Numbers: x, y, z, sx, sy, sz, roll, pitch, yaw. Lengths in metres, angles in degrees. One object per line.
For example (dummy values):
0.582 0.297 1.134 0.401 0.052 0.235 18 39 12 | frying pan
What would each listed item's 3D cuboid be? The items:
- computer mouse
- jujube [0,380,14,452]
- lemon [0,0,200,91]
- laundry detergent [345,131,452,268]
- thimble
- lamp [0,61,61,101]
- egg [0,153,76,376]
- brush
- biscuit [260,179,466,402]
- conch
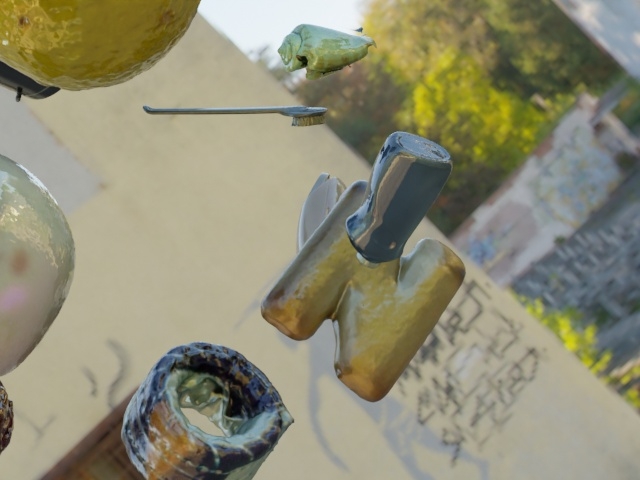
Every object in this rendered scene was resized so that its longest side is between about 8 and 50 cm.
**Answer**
0.000 0.000 2.160 0.145 0.081 0.237 88 -174 -53 | computer mouse
-0.607 0.320 1.849 0.377 0.258 0.258 -52 4 -38 | jujube
-0.305 -0.356 1.554 0.350 0.349 0.387 -43 -36 -48 | lemon
0.095 -0.043 1.671 0.061 0.096 0.206 -100 28 -51 | laundry detergent
-0.170 0.275 1.896 0.237 0.237 0.150 -42 -11 -51 | thimble
-0.506 -0.341 2.024 0.205 0.272 0.374 28 75 44 | lamp
-0.319 0.028 1.236 0.161 0.271 0.206 24 -69 -42 | egg
-0.123 -0.180 1.808 0.062 0.266 0.027 -78 -12 -78 | brush
0.071 0.070 1.875 0.291 0.237 0.062 -50 4 -29 | biscuit
0.016 -0.294 1.966 0.170 0.106 0.079 -9 -41 -21 | conch
